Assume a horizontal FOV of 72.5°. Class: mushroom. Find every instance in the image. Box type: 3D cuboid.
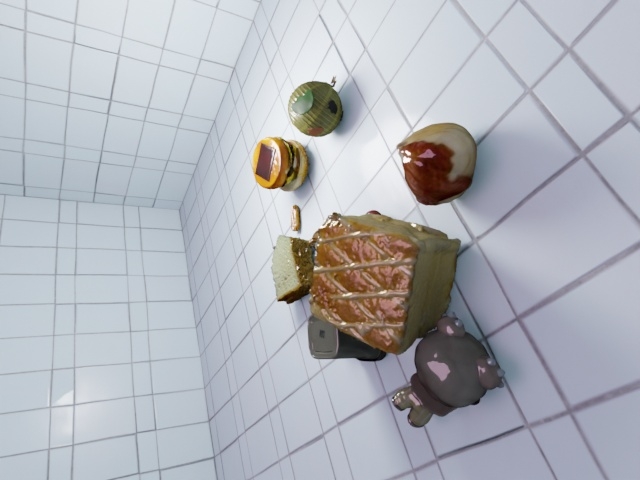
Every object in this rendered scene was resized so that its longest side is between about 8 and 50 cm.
[{"bbox_3d":[0.005,0.004,1.964,0.109,0.085,0.126,-39,43,5],"label":"mushroom"}]

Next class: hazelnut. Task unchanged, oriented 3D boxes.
[{"bbox_3d":[0.343,-0.241,1.311,0.261,0.241,0.261,11,-90,-79],"label":"hazelnut"}]

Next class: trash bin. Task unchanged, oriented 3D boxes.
[{"bbox_3d":[0.099,0.348,1.629,0.219,0.250,0.219,-20,70,49],"label":"trash bin"}]

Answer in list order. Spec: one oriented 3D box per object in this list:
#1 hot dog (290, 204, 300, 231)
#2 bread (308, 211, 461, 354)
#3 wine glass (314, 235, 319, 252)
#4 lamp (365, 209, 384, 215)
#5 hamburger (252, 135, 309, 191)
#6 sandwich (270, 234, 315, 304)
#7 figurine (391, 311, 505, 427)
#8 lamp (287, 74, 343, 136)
[{"bbox_3d":[-0.127,-0.116,2.225,0.062,0.038,0.144,-25,64,57],"label":"hot dog"},{"bbox_3d":[0.191,0.113,1.388,0.390,0.279,0.370,16,103,38],"label":"bread"},{"bbox_3d":[0.105,0.070,1.747,0.321,0.144,0.143,43,123,51],"label":"wine glass"},{"bbox_3d":[0.206,-0.067,1.646,0.101,0.090,0.101,60,171,16],"label":"lamp"},{"bbox_3d":[-0.192,-0.382,2.179,0.291,0.225,0.290,4,94,52],"label":"hamburger"},{"bbox_3d":[-0.131,0.122,2.125,0.262,0.131,0.325,-39,57,51],"label":"sandwich"},{"bbox_3d":[0.347,0.403,1.274,0.248,0.203,0.380,59,135,37],"label":"figurine"},{"bbox_3d":[-0.008,-0.597,1.916,0.284,0.250,0.250,-52,42,15],"label":"lamp"}]
